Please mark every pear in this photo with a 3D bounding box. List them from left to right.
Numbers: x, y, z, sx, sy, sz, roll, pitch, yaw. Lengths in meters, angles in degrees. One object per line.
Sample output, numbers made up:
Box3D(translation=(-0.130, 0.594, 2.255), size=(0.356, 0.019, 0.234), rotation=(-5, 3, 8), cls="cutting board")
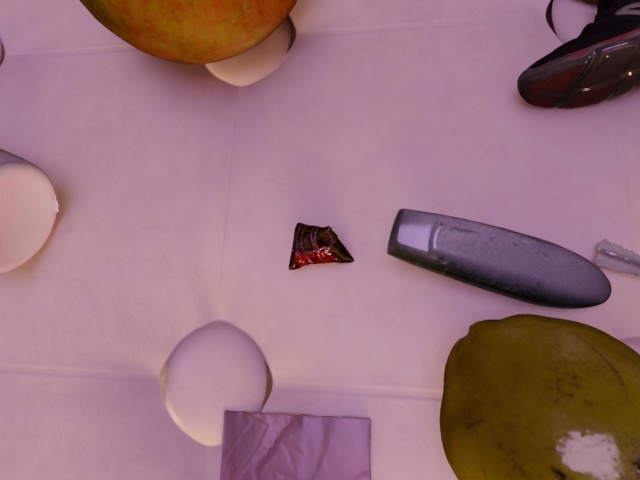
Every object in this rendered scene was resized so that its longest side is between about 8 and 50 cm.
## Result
Box3D(translation=(0.233, 0.188, 0.472), size=(0.212, 0.212, 0.269), rotation=(-36, 62, 1), cls="pear")

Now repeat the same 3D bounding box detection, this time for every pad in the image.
Box3D(translation=(-0.032, 0.268, 0.611), size=(0.188, 0.006, 0.113), rotation=(-2, 78, 12), cls="pad")

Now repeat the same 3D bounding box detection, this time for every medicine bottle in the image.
Box3D(translation=(-0.537, -0.074, 0.705), size=(0.293, 0.170, 0.170), rotation=(20, 82, 15), cls="medicine bottle")

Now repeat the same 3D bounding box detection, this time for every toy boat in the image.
Box3D(translation=(0.208, 0.024, 0.589), size=(0.261, 0.085, 0.078), rotation=(16, 81, 3), cls="toy boat")

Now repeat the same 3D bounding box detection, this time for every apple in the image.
Box3D(translation=(-0.179, -0.409, 0.645), size=(0.340, 0.339, 0.339), rotation=(-2, 77, 11), cls="apple")

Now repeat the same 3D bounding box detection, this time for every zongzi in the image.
Box3D(translation=(0.000, 0.000, 0.633), size=(0.083, 0.073, 0.067), rotation=(7, 60, 12), cls="zongzi")

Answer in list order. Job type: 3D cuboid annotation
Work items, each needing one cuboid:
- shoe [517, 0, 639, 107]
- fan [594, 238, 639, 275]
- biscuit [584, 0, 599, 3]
Box3D(translation=(0.371, -0.260, 0.595), size=(0.291, 0.114, 0.137), rotation=(-21, 69, 10), cls="shoe")
Box3D(translation=(0.509, 0.080, 0.532), size=(0.415, 0.012, 0.232), rotation=(17, 72, 14), cls="fan")
Box3D(translation=(0.417, -0.443, 0.671), size=(0.209, 0.041, 0.290), rotation=(33, 85, 15), cls="biscuit")
